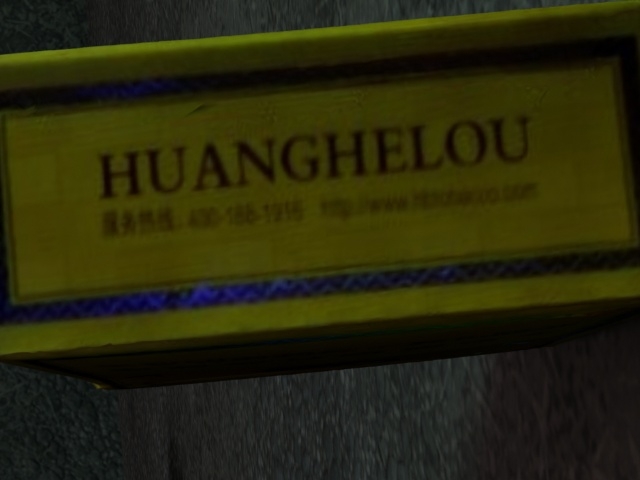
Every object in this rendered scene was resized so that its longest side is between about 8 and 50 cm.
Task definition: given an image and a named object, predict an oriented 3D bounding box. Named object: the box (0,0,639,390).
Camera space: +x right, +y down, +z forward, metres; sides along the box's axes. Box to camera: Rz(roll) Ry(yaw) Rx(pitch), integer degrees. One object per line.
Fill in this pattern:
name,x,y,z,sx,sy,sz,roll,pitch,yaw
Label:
box,0.000,0.000,0.590,0.301,0.192,0.084,95,171,-84
